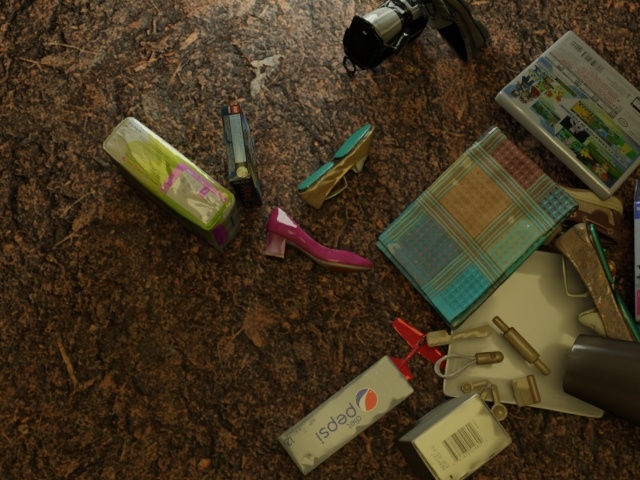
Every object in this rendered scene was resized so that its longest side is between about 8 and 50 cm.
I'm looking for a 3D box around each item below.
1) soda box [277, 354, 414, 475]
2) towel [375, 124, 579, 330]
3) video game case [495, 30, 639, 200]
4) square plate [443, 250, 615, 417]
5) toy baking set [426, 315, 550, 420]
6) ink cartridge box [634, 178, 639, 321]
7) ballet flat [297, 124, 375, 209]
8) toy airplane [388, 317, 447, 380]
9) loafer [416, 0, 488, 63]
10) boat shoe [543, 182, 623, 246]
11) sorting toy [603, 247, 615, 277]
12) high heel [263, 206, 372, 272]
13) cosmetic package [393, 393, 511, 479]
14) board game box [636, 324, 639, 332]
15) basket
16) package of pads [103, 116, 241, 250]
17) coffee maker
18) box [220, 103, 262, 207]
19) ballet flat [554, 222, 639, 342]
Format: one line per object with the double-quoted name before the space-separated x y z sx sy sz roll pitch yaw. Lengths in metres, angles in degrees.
"soda box" 0.054 0.361 1.811 0.286 0.091 0.098 -38 81 -3
"towel" 0.322 -0.031 1.850 0.370 0.040 0.271 -46 66 11
"video game case" 0.596 -0.288 1.955 0.329 0.036 0.300 45 61 7
"square plate" 0.451 0.189 1.892 0.347 0.049 0.344 8 79 0
"toy baking set" 0.353 0.260 1.834 0.196 0.030 0.256 -38 82 -8
"ink cartridge box" 0.746 0.032 1.878 0.185 0.065 0.311 14 72 -40
"ballet flat" 0.048 -0.162 1.953 0.232 0.080 0.073 -43 110 -7
"toy airplane" 0.200 0.238 1.885 0.151 0.028 0.151 0 77 0
"loafer" 0.286 -0.489 1.941 0.096 0.267 0.084 22 85 45
"boat shoe" 0.494 -0.050 1.902 0.342 0.123 0.123 10 67 -6
"sorting toy" 0.596 0.044 1.883 0.102 0.042 0.061 29 76 4
"high heel" 0.000 0.000 1.909 0.244 0.082 0.117 9 76 8
"cosmetic package" 0.250 0.393 1.712 0.160 0.309 0.113 -34 82 -9
"board game box" 0.727 0.273 1.882 0.210 0.047 0.160 13 78 1
"basket" 0.616 0.280 1.745 0.226 0.204 0.154 15 33 29
"package of pads" -0.309 -0.115 1.842 0.296 0.229 0.101 37 80 7
"coffee maker" 0.141 -0.478 1.983 0.178 0.171 0.120 -39 101 -29
"box" -0.166 -0.174 1.856 0.044 0.233 0.159 -9 79 1
"ballet flat" 0.581 0.117 1.836 0.106 0.107 0.316 -23 89 20
